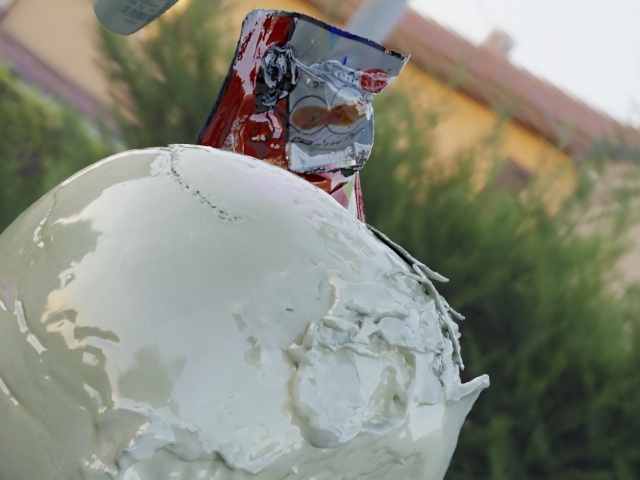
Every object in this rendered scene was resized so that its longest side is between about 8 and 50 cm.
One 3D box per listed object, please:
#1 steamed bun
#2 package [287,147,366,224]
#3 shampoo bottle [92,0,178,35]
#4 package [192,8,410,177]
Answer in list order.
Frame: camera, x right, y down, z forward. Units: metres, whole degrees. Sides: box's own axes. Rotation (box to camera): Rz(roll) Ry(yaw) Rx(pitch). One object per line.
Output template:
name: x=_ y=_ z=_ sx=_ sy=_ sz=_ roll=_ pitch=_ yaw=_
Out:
steamed bun: x=-0.066 y=0.063 z=1.042 sx=0.312 sy=0.233 sz=0.334 roll=46 pitch=21 yaw=28
package: x=0.001 y=0.001 z=2.337 sx=0.196 sy=0.123 sz=0.423 roll=-76 pitch=160 yaw=-59
shampoo bottle: x=-0.147 y=-0.277 z=1.580 sx=0.072 sy=0.212 sz=0.049 roll=23 pitch=48 yaw=-34
package: x=-0.017 y=-0.147 z=1.668 sx=0.269 sy=0.194 sz=0.071 roll=-1 pitch=23 yaw=-42
